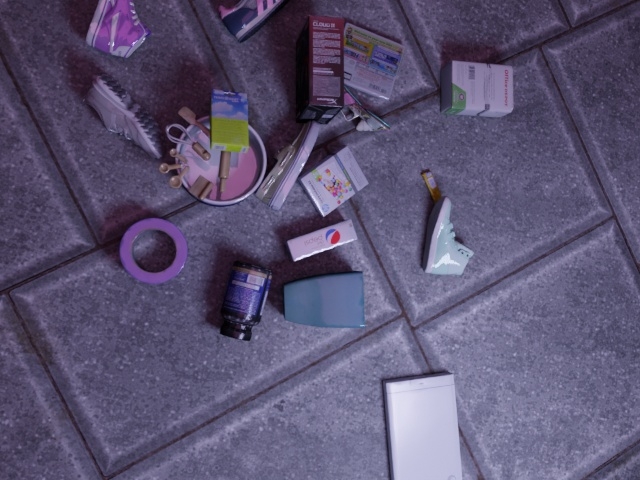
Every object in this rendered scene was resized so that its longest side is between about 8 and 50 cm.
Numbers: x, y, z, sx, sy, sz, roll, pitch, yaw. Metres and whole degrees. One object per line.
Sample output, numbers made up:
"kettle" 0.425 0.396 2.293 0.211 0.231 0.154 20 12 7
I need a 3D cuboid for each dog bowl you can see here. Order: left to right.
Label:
"dog bowl" -0.297 -0.233 1.719 0.264 0.104 0.265 1 87 -12

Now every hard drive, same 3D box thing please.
"hard drive" 0.329 0.616 1.853 0.232 0.047 0.353 -4 89 -13

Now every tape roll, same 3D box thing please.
"tape roll" -0.482 0.031 1.678 0.188 0.080 0.189 1 87 -12

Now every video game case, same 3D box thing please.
"video game case" 0.151 -0.580 1.878 0.212 0.023 0.194 18 84 -11

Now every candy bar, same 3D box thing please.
"candy bar" 0.379 -0.157 1.913 0.040 0.018 0.162 -25 93 -16

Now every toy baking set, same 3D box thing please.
"toy baking set" -0.350 -0.246 1.638 0.196 0.030 0.256 10 85 -12

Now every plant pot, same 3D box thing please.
"plant pot" 0.004 0.179 1.747 0.234 0.166 0.166 -2 88 -5

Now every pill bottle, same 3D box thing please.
"pill bottle" -0.224 0.179 1.708 0.122 0.123 0.219 16 84 -12

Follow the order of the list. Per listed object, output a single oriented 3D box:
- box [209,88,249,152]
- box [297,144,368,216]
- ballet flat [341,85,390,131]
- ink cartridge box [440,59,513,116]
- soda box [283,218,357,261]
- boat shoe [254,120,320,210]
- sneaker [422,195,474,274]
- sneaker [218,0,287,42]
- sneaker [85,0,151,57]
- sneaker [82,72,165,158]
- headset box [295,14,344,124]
"box" -0.261 -0.340 1.647 0.108 0.042 0.178 3 67 -18
"box" 0.041 -0.187 1.810 0.186 0.038 0.145 -36 111 -11
"ballet flat" 0.120 -0.403 1.845 0.221 0.077 0.079 41 98 -3
"ink cartridge box" 0.519 -0.501 1.922 0.219 0.092 0.161 2 88 -13
"soda box" 0.000 0.000 1.791 0.216 0.074 0.069 -20 92 -13
"boat shoe" -0.099 -0.241 1.765 0.094 0.109 0.302 27 85 -8
"sneaker" 0.427 -0.012 1.877 0.151 0.094 0.256 9 95 -6
"sneaker" -0.173 -0.755 1.767 0.319 0.112 0.131 -46 100 -12
"sneaker" -0.562 -0.674 1.688 0.160 0.102 0.282 18 94 -15
"sneaker" -0.567 -0.345 1.684 0.115 0.105 0.281 -36 101 22
"headset box" -0.005 -0.520 1.740 0.110 0.218 0.294 1 88 -13
